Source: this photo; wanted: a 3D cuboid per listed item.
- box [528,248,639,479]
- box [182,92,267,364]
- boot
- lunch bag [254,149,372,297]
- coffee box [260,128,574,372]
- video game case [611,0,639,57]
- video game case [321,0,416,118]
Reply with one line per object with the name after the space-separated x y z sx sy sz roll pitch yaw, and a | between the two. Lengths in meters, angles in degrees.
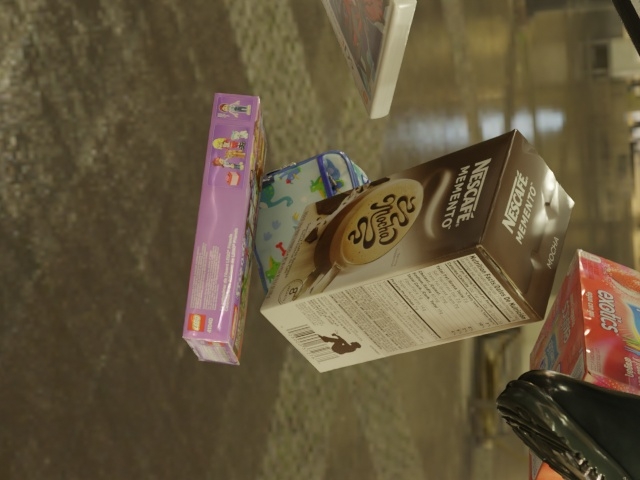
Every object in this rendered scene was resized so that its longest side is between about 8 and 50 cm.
0.308 0.150 1.362 0.300 0.142 0.154 -68 179 -67 | box
-0.111 -0.007 1.578 0.201 0.057 0.293 86 10 -78 | box
0.266 0.111 0.993 0.246 0.094 0.207 42 78 -26 | boot
0.000 0.000 1.722 0.090 0.176 0.219 36 37 -64 | lunch bag
0.100 0.017 1.374 0.119 0.297 0.168 47 45 -27 | coffee box
0.325 -0.278 1.020 0.035 0.248 0.275 40 27 -43 | video game case
0.031 -0.232 1.172 0.201 0.023 0.183 101 -30 -67 | video game case
